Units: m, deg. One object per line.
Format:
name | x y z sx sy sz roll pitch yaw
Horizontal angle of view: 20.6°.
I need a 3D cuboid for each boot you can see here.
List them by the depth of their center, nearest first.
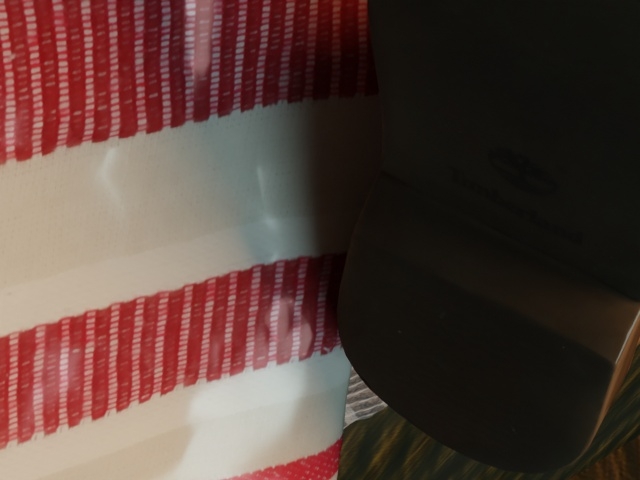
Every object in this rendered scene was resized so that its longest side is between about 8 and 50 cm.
boot | 0.080 -0.057 0.418 0.115 0.112 0.305 -54 172 -29

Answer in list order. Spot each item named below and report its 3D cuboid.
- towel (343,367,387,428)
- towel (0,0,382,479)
towel | 0.000 0.000 0.667 0.235 0.121 0.284 -32 163 -1
towel | -0.071 0.022 0.448 0.237 0.037 0.329 -16 124 -39
